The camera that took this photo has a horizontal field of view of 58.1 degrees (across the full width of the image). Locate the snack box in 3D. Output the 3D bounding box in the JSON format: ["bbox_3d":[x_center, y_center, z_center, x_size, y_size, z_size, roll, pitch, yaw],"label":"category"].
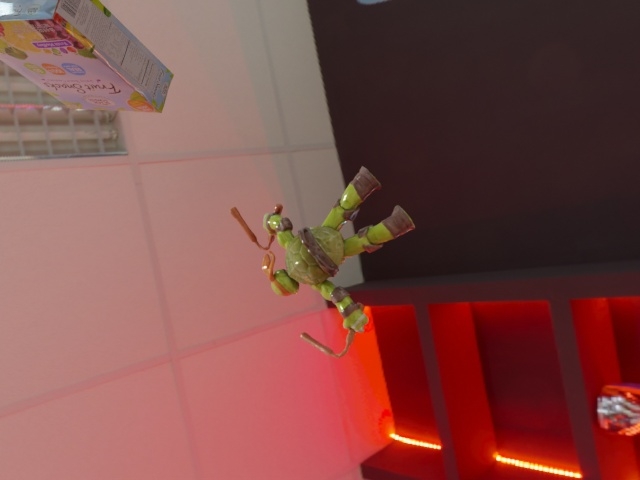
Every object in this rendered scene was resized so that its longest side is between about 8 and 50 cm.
[{"bbox_3d":[-0.327,-0.248,0.756,0.207,0.175,0.070,39,-118,-62],"label":"snack box"}]

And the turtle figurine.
[{"bbox_3d":[0.000,0.000,0.768,0.269,0.217,0.087,52,-173,23],"label":"turtle figurine"}]
